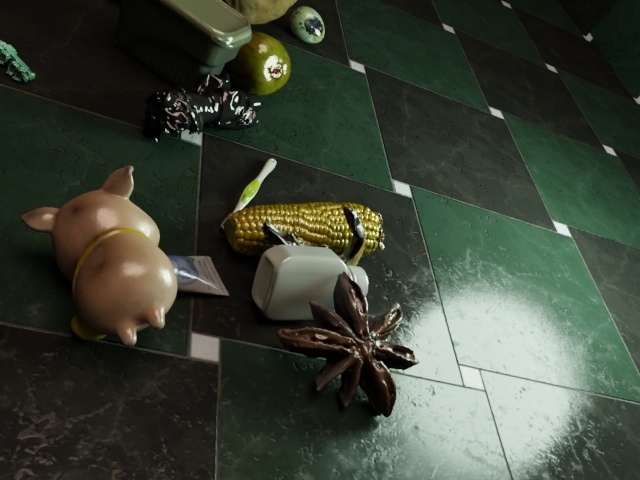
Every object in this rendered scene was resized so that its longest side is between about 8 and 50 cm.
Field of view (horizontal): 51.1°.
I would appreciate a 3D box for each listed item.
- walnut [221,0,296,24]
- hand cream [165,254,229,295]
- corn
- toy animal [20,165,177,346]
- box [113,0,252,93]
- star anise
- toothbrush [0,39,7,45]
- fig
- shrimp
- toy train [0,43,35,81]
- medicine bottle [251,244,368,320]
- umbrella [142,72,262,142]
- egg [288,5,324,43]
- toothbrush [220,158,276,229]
[{"bbox_3d":[-0.169,-0.686,1.680,0.285,0.285,0.296,8,37,-28],"label":"walnut"},{"bbox_3d":[-0.212,0.051,1.047,0.142,0.053,0.084,4,45,-45],"label":"hand cream"},{"bbox_3d":[-0.025,-0.020,1.203,0.305,0.106,0.106,1,48,-30],"label":"corn"},{"bbox_3d":[-0.284,0.037,0.919,0.165,0.149,0.248,-25,61,-20],"label":"toy animal"},{"bbox_3d":[-0.292,-0.432,1.395,0.274,0.178,0.138,37,39,5],"label":"box"},{"bbox_3d":[0.051,0.160,1.045,0.236,0.093,0.229,3,74,-20],"label":"star anise"},{"bbox_3d":[-0.657,-0.320,1.152,0.024,0.018,0.257,38,38,11],"label":"toothbrush"},{"bbox_3d":[-0.163,-0.399,1.501,0.186,0.148,0.142,8,44,31],"label":"fig"},{"bbox_3d":[0.000,0.000,1.130,0.219,0.152,0.046,35,9,-41],"label":"shrimp"},{"bbox_3d":[-0.558,-0.322,1.218,0.092,0.029,0.045,44,24,8],"label":"toy train"},{"bbox_3d":[-0.014,0.071,1.096,0.183,0.119,0.069,4,23,-31],"label":"medicine bottle"},{"bbox_3d":[-0.223,-0.263,1.320,0.122,0.110,0.272,41,39,23],"label":"umbrella"},{"bbox_3d":[-0.036,-0.579,1.804,0.110,0.085,0.085,50,40,6],"label":"egg"},{"bbox_3d":[-0.133,-0.092,1.271,0.022,0.026,0.263,31,35,-3],"label":"toothbrush"}]
